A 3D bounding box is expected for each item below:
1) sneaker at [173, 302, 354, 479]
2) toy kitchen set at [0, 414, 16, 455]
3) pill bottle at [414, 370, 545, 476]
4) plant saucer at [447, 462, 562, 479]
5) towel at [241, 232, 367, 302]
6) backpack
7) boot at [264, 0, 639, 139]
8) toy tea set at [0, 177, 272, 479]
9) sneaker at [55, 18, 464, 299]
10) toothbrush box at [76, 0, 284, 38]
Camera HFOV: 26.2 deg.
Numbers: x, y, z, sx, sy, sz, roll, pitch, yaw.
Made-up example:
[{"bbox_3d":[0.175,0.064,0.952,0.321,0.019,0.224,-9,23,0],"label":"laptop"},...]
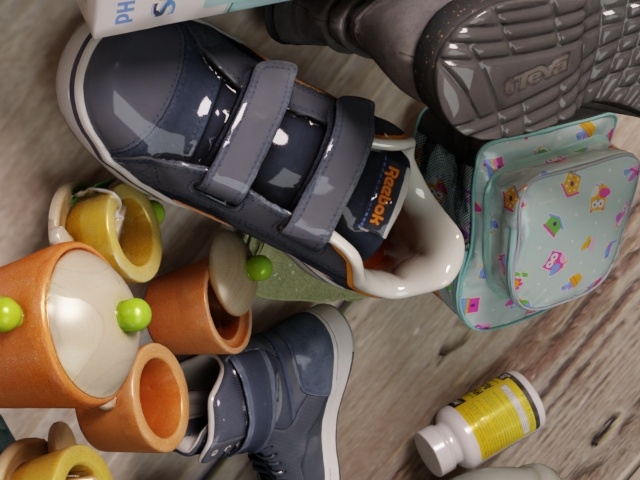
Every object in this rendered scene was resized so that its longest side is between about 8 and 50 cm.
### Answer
[{"bbox_3d":[-0.061,0.171,1.119,0.163,0.086,0.226,-17,122,-40],"label":"sneaker"},{"bbox_3d":[-0.273,0.078,0.839,0.122,0.166,0.207,-50,137,8],"label":"toy kitchen set"},{"bbox_3d":[0.150,0.176,1.307,0.116,0.065,0.065,-27,135,-18],"label":"pill bottle"},{"bbox_3d":[0.054,0.335,1.237,0.400,0.100,0.400,-49,179,-1],"label":"plant saucer"},{"bbox_3d":[0.000,0.000,1.086,0.148,0.027,0.110,1,121,-36],"label":"towel"},{"bbox_3d":[0.159,-0.019,1.108,0.165,0.144,0.188,-18,135,-33],"label":"backpack"},{"bbox_3d":[0.150,-0.157,0.939,0.338,0.222,0.118,-2,112,-33],"label":"boot"},{"bbox_3d":[-0.110,0.057,0.886,0.124,0.336,0.200,-12,112,22],"label":"toy tea set"},{"bbox_3d":[-0.022,-0.055,0.926,0.321,0.127,0.126,29,79,-41],"label":"sneaker"},{"bbox_3d":[0.002,-0.248,0.753,0.295,0.126,0.216,-13,154,-21],"label":"toothbrush box"}]
